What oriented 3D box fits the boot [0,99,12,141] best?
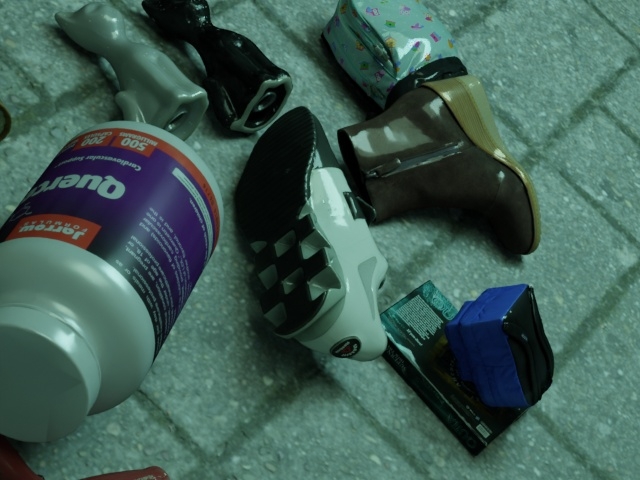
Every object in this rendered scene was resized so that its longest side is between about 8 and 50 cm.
[{"bbox_3d":[-0.420,-0.233,1.549,0.269,0.089,0.236,55,3,18],"label":"boot"}]

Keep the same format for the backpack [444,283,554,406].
[{"bbox_3d":[0.199,0.120,1.722,0.098,0.101,0.120,-42,116,-46],"label":"backpack"}]

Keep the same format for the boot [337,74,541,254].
[{"bbox_3d":[0.143,-0.062,1.907,0.207,0.090,0.248,-28,99,-25],"label":"boot"}]

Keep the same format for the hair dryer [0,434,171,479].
[{"bbox_3d":[-0.260,0.199,1.356,0.293,0.080,0.223,18,44,-24],"label":"hair dryer"}]

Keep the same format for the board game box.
[{"bbox_3d":[0.147,0.139,1.760,0.186,0.026,0.126,48,41,10],"label":"board game box"}]

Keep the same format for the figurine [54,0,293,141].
[{"bbox_3d":[-0.174,-0.210,1.802,0.215,0.092,0.209,-16,57,-44],"label":"figurine"}]

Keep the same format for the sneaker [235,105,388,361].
[{"bbox_3d":[0.000,0.000,1.726,0.146,0.122,0.330,32,36,-37],"label":"sneaker"}]

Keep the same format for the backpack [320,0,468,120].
[{"bbox_3d":[0.091,-0.244,2.000,0.152,0.115,0.182,-22,66,-44],"label":"backpack"}]

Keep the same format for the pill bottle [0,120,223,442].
[{"bbox_3d":[-0.213,0.035,1.440,0.181,0.181,0.323,34,34,-7],"label":"pill bottle"}]
